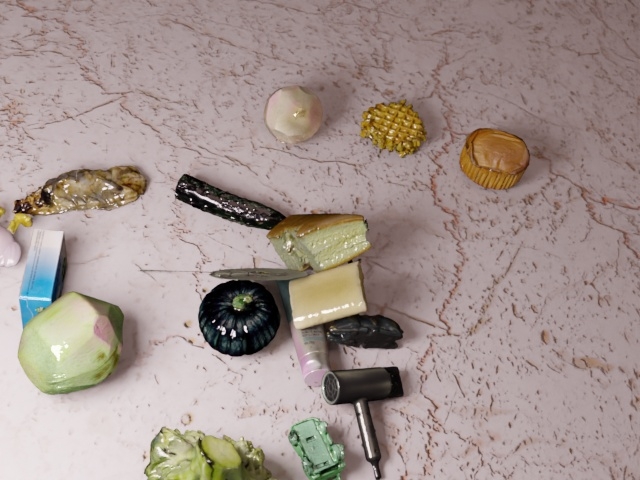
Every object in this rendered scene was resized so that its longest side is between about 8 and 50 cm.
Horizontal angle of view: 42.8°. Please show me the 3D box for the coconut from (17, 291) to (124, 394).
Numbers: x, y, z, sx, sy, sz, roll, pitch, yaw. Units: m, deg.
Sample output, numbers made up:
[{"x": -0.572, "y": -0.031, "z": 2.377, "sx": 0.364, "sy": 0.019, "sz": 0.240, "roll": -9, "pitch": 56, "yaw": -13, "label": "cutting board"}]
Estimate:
[{"x": -0.513, "y": 0.215, "z": 1.723, "sx": 0.204, "sy": 0.236, "sz": 0.236, "roll": 28, "pitch": 48, "yaw": 36, "label": "coconut"}]

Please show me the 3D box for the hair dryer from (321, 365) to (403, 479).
[{"x": 0.120, "y": 0.404, "z": 1.818, "sx": 0.195, "sy": 0.078, "sz": 0.248, "roll": 1, "pitch": 65, "yaw": -30, "label": "hair dryer"}]

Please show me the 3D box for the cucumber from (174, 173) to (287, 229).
[{"x": -0.230, "y": -0.087, "z": 2.119, "sx": 0.303, "sy": 0.072, "sz": 0.081, "roll": 22, "pitch": 50, "yaw": 4, "label": "cucumber"}]

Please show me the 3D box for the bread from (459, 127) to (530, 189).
[{"x": 0.507, "y": -0.236, "z": 2.392, "sx": 0.199, "sy": 0.104, "sz": 0.199, "roll": 4, "pitch": 54, "yaw": -5, "label": "bread"}]

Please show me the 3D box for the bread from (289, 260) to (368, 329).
[{"x": 0.018, "y": 0.131, "z": 1.901, "sx": 0.178, "sy": 0.060, "sz": 0.139, "roll": -15, "pitch": 51, "yaw": 11, "label": "bread"}]

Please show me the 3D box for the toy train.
[{"x": -0.008, "y": 0.454, "z": 1.736, "sx": 0.099, "sy": 0.081, "sz": 0.149, "roll": -18, "pitch": 52, "yaw": -25, "label": "toy train"}]

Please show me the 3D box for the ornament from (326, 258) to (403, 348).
[{"x": 0.097, "y": 0.146, "z": 1.998, "sx": 0.202, "sy": 0.080, "sz": 0.236, "roll": 8, "pitch": 45, "yaw": -20, "label": "ornament"}]

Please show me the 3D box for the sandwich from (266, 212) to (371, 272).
[{"x": 0.000, "y": 0.000, "z": 1.999, "sx": 0.235, "sy": 0.122, "sz": 0.128, "roll": -4, "pitch": 29, "yaw": 45, "label": "sandwich"}]

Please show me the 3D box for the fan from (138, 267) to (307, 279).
[{"x": -0.233, "y": 0.080, "z": 1.953, "sx": 0.414, "sy": 0.233, "sz": 0.012, "roll": 1, "pitch": 94, "yaw": 9, "label": "fan"}]

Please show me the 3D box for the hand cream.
[{"x": -0.030, "y": 0.195, "z": 1.944, "sx": 0.111, "sy": 0.070, "sz": 0.312, "roll": -4, "pitch": 49, "yaw": -14, "label": "hand cream"}]

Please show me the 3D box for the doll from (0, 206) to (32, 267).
[{"x": -0.790, "y": 0.074, "z": 1.847, "sx": 0.160, "sy": 0.094, "sz": 0.365, "roll": 18, "pitch": 49, "yaw": 6, "label": "doll"}]

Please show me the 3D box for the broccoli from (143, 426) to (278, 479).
[{"x": -0.199, "y": 0.450, "z": 1.582, "sx": 0.288, "sy": 0.245, "sz": 0.248, "roll": 18, "pitch": 41, "yaw": -5, "label": "broccoli"}]

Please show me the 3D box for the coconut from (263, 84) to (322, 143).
[{"x": -0.078, "y": -0.350, "z": 2.291, "sx": 0.170, "sy": 0.171, "sz": 0.183, "roll": 0, "pitch": 11, "yaw": -13, "label": "coconut"}]

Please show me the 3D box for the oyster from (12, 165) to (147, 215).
[{"x": -0.605, "y": -0.123, "z": 2.068, "sx": 0.345, "sy": 0.078, "sz": 0.129, "roll": -15, "pitch": 65, "yaw": -27, "label": "oyster"}]

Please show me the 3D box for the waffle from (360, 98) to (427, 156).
[{"x": 0.214, "y": -0.330, "z": 2.423, "sx": 0.197, "sy": 0.070, "sz": 0.193, "roll": -24, "pitch": 61, "yaw": -26, "label": "waffle"}]

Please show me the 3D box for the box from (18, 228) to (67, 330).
[{"x": -0.623, "y": 0.091, "z": 1.840, "sx": 0.073, "sy": 0.139, "sz": 0.194, "roll": 5, "pitch": 51, "yaw": -10, "label": "box"}]

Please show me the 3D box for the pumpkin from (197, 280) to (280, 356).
[{"x": -0.189, "y": 0.177, "z": 1.877, "sx": 0.194, "sy": 0.150, "sz": 0.194, "roll": -12, "pitch": 26, "yaw": 6, "label": "pumpkin"}]
